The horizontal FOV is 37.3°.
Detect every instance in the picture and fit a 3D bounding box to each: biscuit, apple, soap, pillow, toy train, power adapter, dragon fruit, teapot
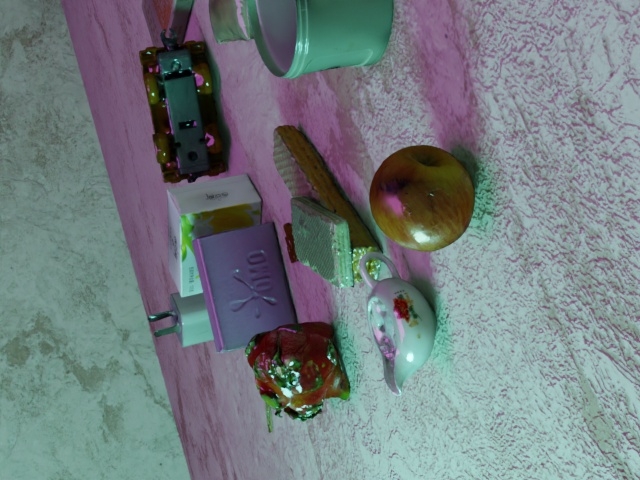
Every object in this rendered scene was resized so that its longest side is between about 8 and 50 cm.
[{"bbox_3d":[0.000,0.000,1.612,0.199,0.040,0.121,-149,51,-63],"label":"biscuit"},{"bbox_3d":[-0.053,0.008,1.946,0.082,0.016,0.092,43,142,49],"label":"biscuit"},{"bbox_3d":[0.132,-0.059,1.243,0.146,0.146,0.147,167,90,-70],"label":"apple"},{"bbox_3d":[-0.164,0.099,2.060,0.081,0.181,0.260,164,94,-69],"label":"soap"},{"bbox_3d":[0.002,-0.068,1.702,0.094,0.054,0.379,98,151,-44],"label":"biscuit"},{"bbox_3d":[-0.182,-0.467,1.949,0.208,0.053,0.119,18,121,63],"label":"pillow"},{"bbox_3d":[-0.338,-0.326,2.299,0.231,0.163,0.369,-137,37,-77],"label":"toy train"},{"bbox_3d":[-0.375,0.217,2.645,0.130,0.204,0.125,-120,26,-42],"label":"power adapter"},{"bbox_3d":[-0.045,0.274,1.833,0.200,0.198,0.269,-54,-30,-57],"label":"dragon fruit"},{"bbox_3d":[0.120,0.120,1.455,0.145,0.092,0.226,124,131,-59],"label":"teapot"}]

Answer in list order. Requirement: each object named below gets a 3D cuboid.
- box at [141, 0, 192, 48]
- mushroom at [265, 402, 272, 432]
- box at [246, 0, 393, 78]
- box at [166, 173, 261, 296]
[{"bbox_3d":[-0.392,-0.614,2.411,0.365,0.051,0.205,129,126,-65],"label":"box"},{"bbox_3d":[-0.134,0.368,2.369,0.028,0.025,0.286,-109,13,-64],"label":"mushroom"},{"bbox_3d":[-0.008,-0.364,1.420,0.226,0.149,0.226,167,90,-70],"label":"box"},{"bbox_3d":[-0.247,-0.011,2.188,0.111,0.194,0.260,-123,28,-43],"label":"box"}]
